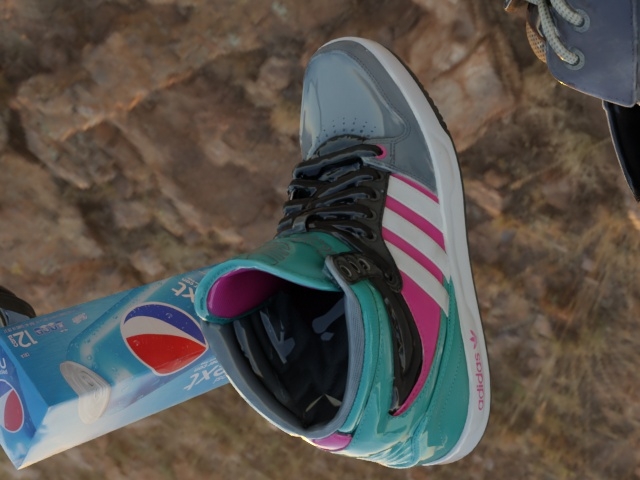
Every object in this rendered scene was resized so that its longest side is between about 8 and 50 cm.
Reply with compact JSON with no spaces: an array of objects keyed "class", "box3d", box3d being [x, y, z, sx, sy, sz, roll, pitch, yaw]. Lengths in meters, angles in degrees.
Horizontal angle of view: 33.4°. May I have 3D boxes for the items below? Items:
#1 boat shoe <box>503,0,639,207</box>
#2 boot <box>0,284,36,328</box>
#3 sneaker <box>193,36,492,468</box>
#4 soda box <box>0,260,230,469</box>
[{"class":"boat shoe","box3d":[0.171,-0.131,0.569,0.130,0.132,0.355,-28,128,13]},{"class":"boot","box3d":[-0.477,0.023,1.109,0.348,0.260,0.131,-2,138,-16]},{"class":"sneaker","box3d":[0.000,0.000,0.662,0.124,0.295,0.178,-24,162,36]},{"class":"soda box","box3d":[-0.130,0.080,0.743,0.067,0.210,0.071,48,128,20]}]
